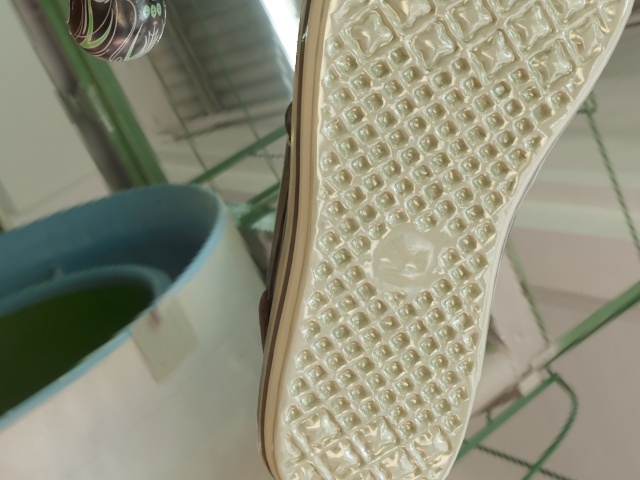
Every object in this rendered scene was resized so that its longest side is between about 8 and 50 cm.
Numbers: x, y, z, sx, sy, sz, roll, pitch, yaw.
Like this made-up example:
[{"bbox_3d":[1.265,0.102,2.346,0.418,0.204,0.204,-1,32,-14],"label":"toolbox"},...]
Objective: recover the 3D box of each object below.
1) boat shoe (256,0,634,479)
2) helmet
[{"bbox_3d":[0.061,-0.072,0.723,0.156,0.186,0.500,-109,-149,-71],"label":"boat shoe"},{"bbox_3d":[-0.348,-0.384,1.978,0.169,0.169,0.162,35,-55,40],"label":"helmet"}]
